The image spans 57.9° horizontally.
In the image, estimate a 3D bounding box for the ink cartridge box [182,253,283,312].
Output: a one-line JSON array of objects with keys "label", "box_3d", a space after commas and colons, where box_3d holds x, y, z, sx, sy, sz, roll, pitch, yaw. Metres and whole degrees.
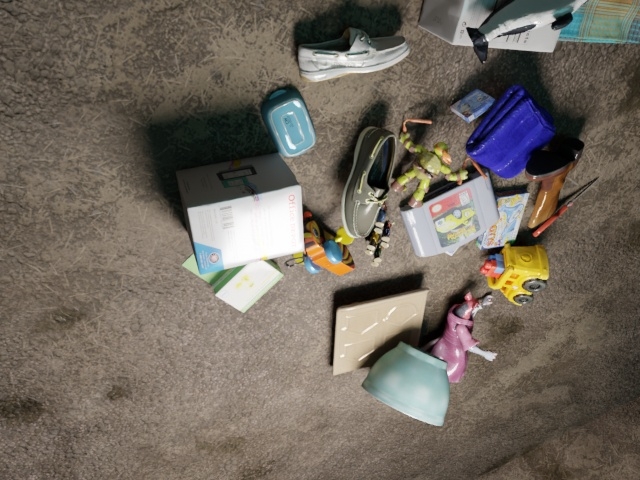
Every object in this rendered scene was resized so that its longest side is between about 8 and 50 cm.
[{"label": "ink cartridge box", "box_3d": [-0.243, 0.085, 1.629, 0.171, 0.056, 0.235, -43, 131, 9]}]

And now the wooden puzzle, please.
[{"label": "wooden puzzle", "box_3d": [0.190, 0.297, 1.957, 0.322, 0.080, 0.348, -10, 132, -17]}]

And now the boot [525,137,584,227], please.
[{"label": "boot", "box_3d": [0.688, -0.159, 1.800, 0.264, 0.096, 0.280, -35, 147, -36]}]

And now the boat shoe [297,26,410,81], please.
[{"label": "boat shoe", "box_3d": [0.080, -0.451, 1.359, 0.277, 0.098, 0.096, -17, 129, -10]}]

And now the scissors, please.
[{"label": "scissors", "box_3d": [0.829, -0.114, 1.941, 0.297, 0.021, 0.109, -42, 165, 9]}]

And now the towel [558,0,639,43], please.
[{"label": "towel", "box_3d": [0.770, -0.666, 1.546, 0.370, 0.040, 0.271, -5, 126, -21]}]

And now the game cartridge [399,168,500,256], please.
[{"label": "game cartridge", "box_3d": [0.403, -0.074, 1.771, 0.294, 0.060, 0.196, -26, 120, -3]}]

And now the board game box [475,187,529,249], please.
[{"label": "board game box", "box_3d": [0.593, -0.069, 1.895, 0.136, 0.035, 0.201, -9, 126, -18]}]

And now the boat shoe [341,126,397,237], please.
[{"label": "boat shoe", "box_3d": [0.133, -0.148, 1.543, 0.109, 0.091, 0.305, 3, 102, -36]}]

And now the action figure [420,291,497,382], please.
[{"label": "action figure", "box_3d": [0.478, 0.322, 2.060, 0.275, 0.248, 0.370, 6, 126, 5]}]

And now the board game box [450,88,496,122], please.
[{"label": "board game box", "box_3d": [0.413, -0.367, 1.569, 0.090, 0.090, 0.020, -35, 127, 2]}]

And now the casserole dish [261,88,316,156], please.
[{"label": "casserole dish", "box_3d": [-0.074, -0.287, 1.449, 0.114, 0.037, 0.188, -27, 129, -5]}]

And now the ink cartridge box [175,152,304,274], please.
[{"label": "ink cartridge box", "box_3d": [-0.197, -0.073, 1.441, 0.270, 0.197, 0.198, -12, 126, -15]}]

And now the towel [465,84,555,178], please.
[{"label": "towel", "box_3d": [0.548, -0.291, 1.634, 0.308, 0.076, 0.228, 13, 118, -52]}]

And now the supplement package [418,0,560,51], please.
[{"label": "supplement package", "box_3d": [0.415, -0.565, 1.372, 0.293, 0.177, 0.175, -4, 124, -22]}]

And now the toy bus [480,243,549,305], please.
[{"label": "toy bus", "box_3d": [0.642, 0.113, 1.977, 0.211, 0.149, 0.220, 7, 145, -5]}]

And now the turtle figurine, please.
[{"label": "turtle figurine", "box_3d": [0.299, -0.188, 1.583, 0.269, 0.087, 0.217, 35, 130, 3]}]

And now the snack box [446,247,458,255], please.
[{"label": "snack box", "box_3d": [0.382, -0.008, 1.854, 0.178, 0.022, 0.064, 25, 109, -35]}]

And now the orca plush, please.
[{"label": "orca plush", "box_3d": [0.466, -0.482, 1.274, 0.287, 0.151, 0.102, -40, 160, 3]}]

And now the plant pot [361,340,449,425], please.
[{"label": "plant pot", "box_3d": [0.309, 0.457, 1.927, 0.293, 0.293, 0.196, 26, 87, -35]}]

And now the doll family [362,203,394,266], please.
[{"label": "doll family", "box_3d": [0.174, -0.022, 1.703, 0.076, 0.111, 0.193, 25, 129, 1]}]

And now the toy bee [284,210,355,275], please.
[{"label": "toy bee", "box_3d": [0.000, 0.000, 1.623, 0.195, 0.162, 0.298, -17, 161, 6]}]
